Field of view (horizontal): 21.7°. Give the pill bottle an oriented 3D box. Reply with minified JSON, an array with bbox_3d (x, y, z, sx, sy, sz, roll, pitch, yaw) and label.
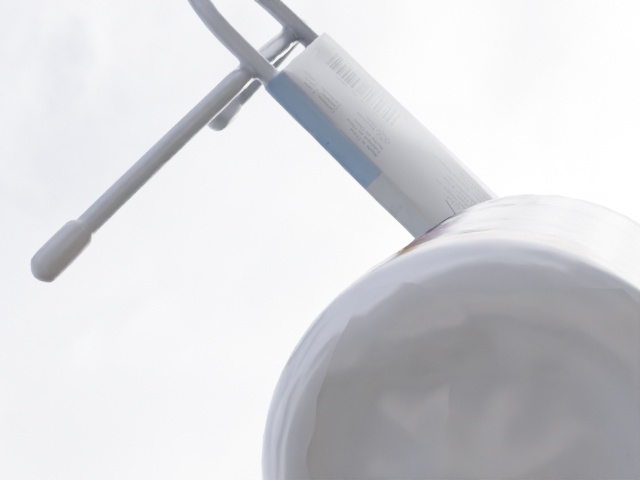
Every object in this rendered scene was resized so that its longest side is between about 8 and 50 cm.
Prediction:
[{"bbox_3d":[0.084,0.066,0.669,0.278,0.162,0.162,-25,-43,-77],"label":"pill bottle"}]

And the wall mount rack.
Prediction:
[{"bbox_3d":[0.000,0.000,0.988,0.130,0.350,0.304,-45,3,25],"label":"wall mount rack"}]
